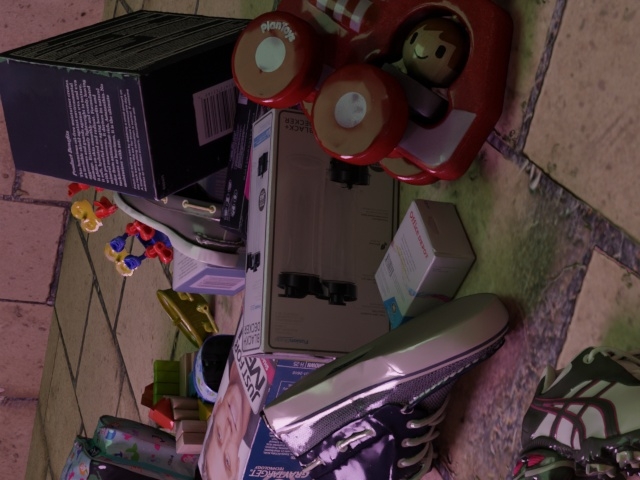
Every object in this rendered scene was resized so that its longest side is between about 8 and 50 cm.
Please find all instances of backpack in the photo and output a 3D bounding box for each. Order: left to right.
[{"bbox_3d":[-0.334,0.412,2.105,0.253,0.225,0.191,-10,60,65],"label":"backpack"},{"bbox_3d":[-0.131,0.194,1.793,0.084,0.114,0.105,136,135,-59],"label":"backpack"}]

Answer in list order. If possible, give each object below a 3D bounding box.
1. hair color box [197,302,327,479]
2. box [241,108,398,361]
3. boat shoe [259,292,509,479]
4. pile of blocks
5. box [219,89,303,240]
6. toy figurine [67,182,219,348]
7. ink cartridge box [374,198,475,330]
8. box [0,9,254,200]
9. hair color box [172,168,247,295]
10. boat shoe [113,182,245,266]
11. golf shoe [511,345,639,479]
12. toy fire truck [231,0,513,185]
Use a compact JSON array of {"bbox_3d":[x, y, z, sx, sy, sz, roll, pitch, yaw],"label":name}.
[{"bbox_3d":[-0.067,0.230,1.638,0.174,0.105,0.347,-117,38,-55],"label":"hair color box"},{"bbox_3d":[0.000,0.000,1.438,0.087,0.169,0.290,159,114,-66],"label":"box"},{"bbox_3d":[0.094,0.179,1.261,0.340,0.127,0.158,-31,93,45],"label":"boat shoe"},{"bbox_3d":[-0.239,0.263,2.055,0.362,0.112,0.149,-168,84,-68],"label":"pile of blocks"},{"bbox_3d":[-0.031,-0.120,1.586,0.163,0.142,0.247,-156,74,-69],"label":"box"},{"bbox_3d":[-0.237,-0.020,2.097,0.362,0.217,0.191,51,150,-4],"label":"toy figurine"},{"bbox_3d":[0.111,0.028,1.306,0.088,0.052,0.122,-107,29,-42],"label":"ink cartridge box"},{"bbox_3d":[-0.240,-0.201,1.700,0.294,0.296,0.183,14,119,36],"label":"box"},{"bbox_3d":[-0.157,-0.114,1.941,0.185,0.113,0.375,149,123,-63],"label":"hair color box"},{"bbox_3d":[-0.205,-0.052,1.775,0.305,0.109,0.091,30,107,49],"label":"boat shoe"},{"bbox_3d":[0.229,0.129,0.919,0.273,0.105,0.120,143,136,-61],"label":"golf shoe"},{"bbox_3d":[0.072,-0.213,1.274,0.302,0.169,0.254,37,103,31],"label":"toy fire truck"}]
